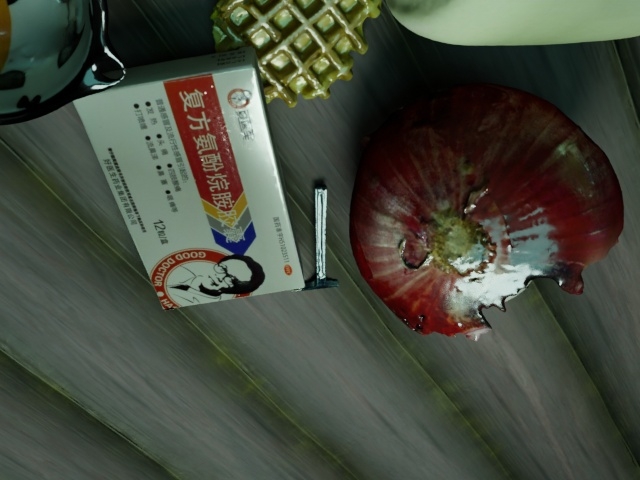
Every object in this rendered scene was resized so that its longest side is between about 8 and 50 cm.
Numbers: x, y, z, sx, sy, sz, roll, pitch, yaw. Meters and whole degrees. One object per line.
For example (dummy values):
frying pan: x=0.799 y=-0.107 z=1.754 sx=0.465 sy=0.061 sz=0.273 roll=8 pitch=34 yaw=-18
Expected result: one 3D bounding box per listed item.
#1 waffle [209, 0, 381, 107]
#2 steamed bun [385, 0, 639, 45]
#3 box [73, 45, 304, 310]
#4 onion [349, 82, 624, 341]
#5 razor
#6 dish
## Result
waffle: x=-0.050 y=-0.280 z=0.786 sx=0.249 sy=0.056 sz=0.253 roll=11 pitch=121 yaw=-18
steamed bun: x=0.262 y=-0.397 z=0.608 sx=0.371 sy=0.290 sz=0.456 roll=-7 pitch=130 yaw=-14
box: x=-0.154 y=-0.063 z=0.869 sx=0.214 sy=0.069 sz=0.353 roll=-9 pitch=131 yaw=3
onion: x=0.188 y=-0.039 z=0.849 sx=0.341 sy=0.341 sz=0.341 roll=-6 pitch=124 yaw=-9
razor: x=0.001 y=0.003 z=0.997 sx=0.066 sy=0.033 sz=0.190 roll=-5 pitch=123 yaw=-10
dish: x=-0.351 y=-0.266 z=0.683 sx=0.303 sy=0.120 sz=0.303 roll=-5 pitch=128 yaw=-6
